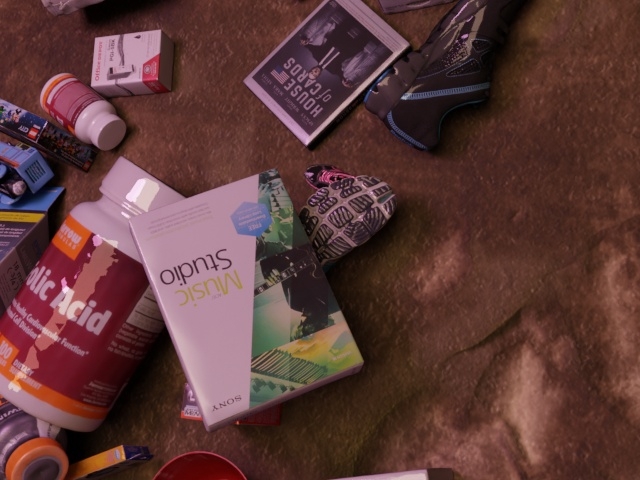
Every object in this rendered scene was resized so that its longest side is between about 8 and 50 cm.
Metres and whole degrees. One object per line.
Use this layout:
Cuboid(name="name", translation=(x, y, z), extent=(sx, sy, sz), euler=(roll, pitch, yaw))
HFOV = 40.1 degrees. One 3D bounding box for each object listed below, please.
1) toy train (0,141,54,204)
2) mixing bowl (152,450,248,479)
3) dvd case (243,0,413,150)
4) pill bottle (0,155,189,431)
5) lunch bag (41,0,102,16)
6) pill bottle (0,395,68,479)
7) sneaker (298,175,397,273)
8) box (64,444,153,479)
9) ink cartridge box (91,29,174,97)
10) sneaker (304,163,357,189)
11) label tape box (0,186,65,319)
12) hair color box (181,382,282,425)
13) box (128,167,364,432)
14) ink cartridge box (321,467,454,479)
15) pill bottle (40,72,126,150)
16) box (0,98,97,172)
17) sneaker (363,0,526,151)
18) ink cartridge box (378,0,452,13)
Cuboid(name="toy train", translation=(-0.567, -0.129, 1.574), extent=(0.184, 0.080, 0.105), euler=(20, 55, 39))
Cuboid(name="mixing bowl", translation=(-0.163, 0.409, 1.312), extent=(0.181, 0.098, 0.181), euler=(-4, 75, 16))
Cuboid(name="dvd case", translation=(0.009, -0.292, 1.468), extent=(0.238, 0.029, 0.179), euler=(-44, 68, 3))
Cuboid(name="pill bottle", translation=(-0.342, 0.080, 1.384), extent=(0.224, 0.224, 0.392), euler=(31, 88, 22))
Cuboid(name="lunch bag", translation=(-0.394, -0.550, 1.589), extent=(0.235, 0.169, 0.287), euler=(-15, 68, 14))
Cuboid(name="pill bottle", translation=(-0.481, 0.301, 1.379), extent=(0.245, 0.130, 0.130), euler=(29, 86, 47))
Cuboid(name="sneaker", translation=(0.000, 0.000, 1.354), extent=(0.275, 0.110, 0.107), euler=(-38, 77, 10))
Cuboid(name="box", translation=(-0.336, 0.353, 1.390), extent=(0.136, 0.081, 0.028), euler=(-24, 70, 10))
Cuboid(name="ink cartridge box", translation=(-0.337, -0.315, 1.570), extent=(0.135, 0.056, 0.099), euler=(-3, 77, 17))
Cuboid(name="sneaker", translation=(0.024, -0.098, 1.400), extent=(0.119, 0.057, 0.047), euler=(20, 85, 22))
Cuboid(name="label tape box", translation=(-0.609, 0.037, 1.522), extent=(0.240, 0.106, 0.334), euler=(3, 37, 19))
Cuboid(name="hair color box", translation=(-0.128, 0.246, 1.303), extent=(0.093, 0.167, 0.053), euler=(2, 77, 19))
Cuboid(name="box", translation=(-0.108, 0.077, 1.237), extent=(0.232, 0.058, 0.322), euler=(-21, 74, -14))
Cuboid(name="ink cartridge box", translation=(0.045, 0.423, 1.187), extent=(0.270, 0.197, 0.198), euler=(-11, 73, 15))
Cuboid(name="pill bottle", translation=(-0.420, -0.226, 1.559), extent=(0.152, 0.086, 0.086), euler=(37, 90, 23))
Cuboid(name="box", translation=(-0.531, -0.203, 1.550), extent=(0.233, 0.159, 0.044), euler=(24, 83, 22))
Cuboid(name="sneaker", translation=(0.226, -0.288, 1.369), extent=(0.341, 0.125, 0.139), euler=(-44, 95, 1))
Cuboid(name="ink cartridge box", translation=(0.152, -0.477, 1.445), extent=(0.127, 0.072, 0.175), euler=(-8, 74, 15))
